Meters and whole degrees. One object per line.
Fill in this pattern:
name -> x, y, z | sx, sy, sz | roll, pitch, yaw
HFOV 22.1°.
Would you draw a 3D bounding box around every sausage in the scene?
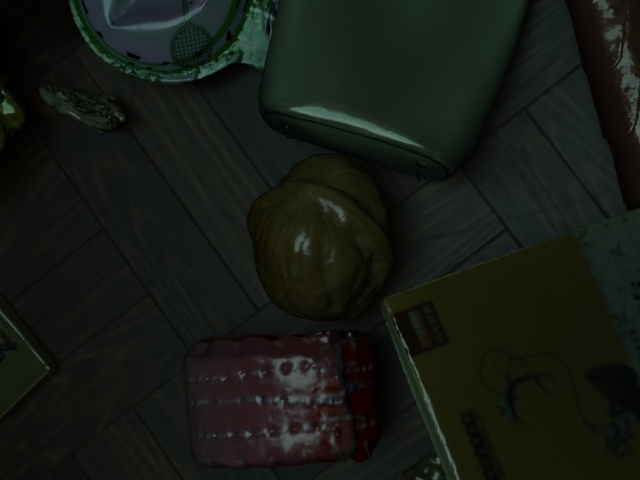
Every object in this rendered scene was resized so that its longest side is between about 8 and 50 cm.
sausage -> 0.297, -0.124, 1.524 | 0.088, 0.088, 0.433 | -18, 85, 13

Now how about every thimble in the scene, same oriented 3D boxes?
thimble -> -0.037, 0.148, 1.560 | 0.189, 0.163, 0.125 | -5, 88, 27

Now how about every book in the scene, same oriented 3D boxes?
book -> -0.406, 0.149, 1.717 | 0.231, 0.026, 0.161 | -43, 81, 10
book -> 0.268, 0.113, 1.407 | 0.389, 0.032, 0.269 | -19, 80, -19

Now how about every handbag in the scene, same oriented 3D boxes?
handbag -> 0.077, -0.228, 1.557 | 0.241, 0.109, 0.315 | 18, 84, 3

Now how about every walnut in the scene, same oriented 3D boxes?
walnut -> 0.000, 0.000, 1.554 | 0.149, 0.166, 0.166 | 11, 92, 22

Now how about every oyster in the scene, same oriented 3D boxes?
oyster -> -0.238, -0.144, 1.661 | 0.083, 0.081, 0.038 | 36, 73, -21

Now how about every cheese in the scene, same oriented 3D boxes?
cheese -> -0.108, -0.243, 1.620 | 0.320, 0.083, 0.204 | 18, 88, 2

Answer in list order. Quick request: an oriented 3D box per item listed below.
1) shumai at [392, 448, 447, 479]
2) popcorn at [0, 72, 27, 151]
shumai -> 0.172, 0.313, 1.480 | 0.346, 0.217, 0.283 | -38, 81, 6
popcorn -> -0.415, -0.131, 1.647 | 0.204, 0.184, 0.221 | 41, 103, 41
